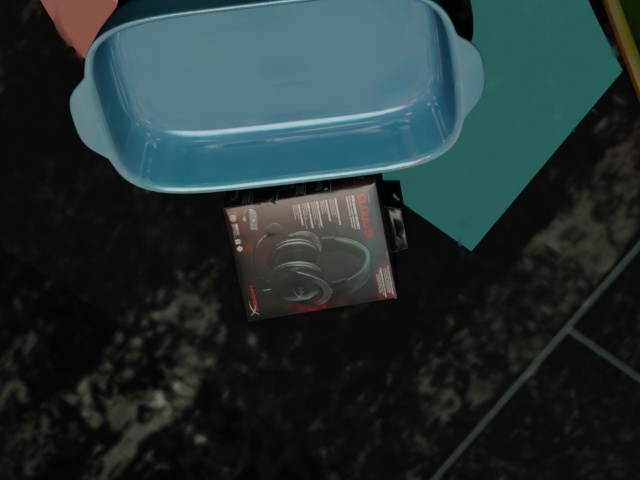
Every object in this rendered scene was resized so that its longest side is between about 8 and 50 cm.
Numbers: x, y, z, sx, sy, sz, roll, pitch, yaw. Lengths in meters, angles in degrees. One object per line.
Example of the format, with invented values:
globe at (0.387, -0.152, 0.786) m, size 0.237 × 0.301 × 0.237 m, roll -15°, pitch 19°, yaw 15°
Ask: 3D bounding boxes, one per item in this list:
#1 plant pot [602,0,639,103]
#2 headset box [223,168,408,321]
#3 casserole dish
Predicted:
plant pot at (0.235, -0.060, 0.758) m, size 0.212 × 0.212 × 0.187 m, roll -15°, pitch 137°, yaw 6°
headset box at (0.000, 0.000, 0.885) m, size 0.083 × 0.032 × 0.062 m, roll -8°, pitch 112°, yaw 6°
casserole dish at (-0.020, -0.076, 0.834) m, size 0.188 × 0.037 × 0.114 m, roll -7°, pitch 138°, yaw 4°
